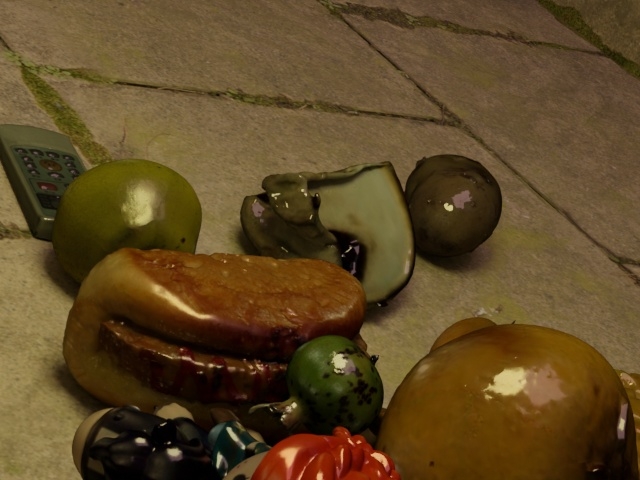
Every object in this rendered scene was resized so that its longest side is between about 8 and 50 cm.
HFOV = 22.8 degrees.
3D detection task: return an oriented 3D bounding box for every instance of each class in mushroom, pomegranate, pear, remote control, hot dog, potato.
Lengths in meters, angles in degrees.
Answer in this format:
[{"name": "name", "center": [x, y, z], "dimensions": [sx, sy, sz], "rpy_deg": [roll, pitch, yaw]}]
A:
[{"name": "mushroom", "center": [0.004, 0.008, 2.343], "dimensions": [0.292, 0.211, 0.218], "rpy_deg": [-7, 83, -68]}, {"name": "pomegranate", "center": [-0.002, 0.172, 1.762], "dimensions": [0.161, 0.122, 0.122], "rpy_deg": [-26, 48, -21]}, {"name": "pear", "center": [-0.250, -0.018, 2.056], "dimensions": [0.198, 0.198, 0.198], "rpy_deg": [21, 24, -10]}, {"name": "remote control", "center": [-0.378, -0.085, 2.245], "dimensions": [0.123, 0.038, 0.285], "rpy_deg": [10, 28, -30]}, {"name": "hot dog", "center": [-0.092, 0.137, 1.896], "dimensions": [0.405, 0.185, 0.223], "rpy_deg": [4, 31, -39]}, {"name": "potato", "center": [0.221, -0.056, 2.631], "dimensions": [0.165, 0.165, 0.262], "rpy_deg": [22, 19, -7]}]

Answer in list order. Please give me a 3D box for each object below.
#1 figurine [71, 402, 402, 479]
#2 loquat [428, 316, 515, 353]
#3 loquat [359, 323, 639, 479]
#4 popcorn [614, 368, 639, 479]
[{"name": "figurine", "center": [-0.068, 0.266, 1.576], "dimensions": [0.411, 0.241, 0.306], "rpy_deg": [27, -11, 40]}, {"name": "loquat", "center": [0.220, 0.178, 2.168], "dimensions": [0.163, 0.163, 0.137], "rpy_deg": [49, 2, 42]}, {"name": "loquat", "center": [0.188, 0.255, 1.799], "dimensions": [0.359, 0.329, 0.328], "rpy_deg": [2, 9, 34]}, {"name": "popcorn", "center": [0.408, 0.280, 2.104], "dimensions": [0.253, 0.191, 0.190], "rpy_deg": [31, -2, 1]}]
